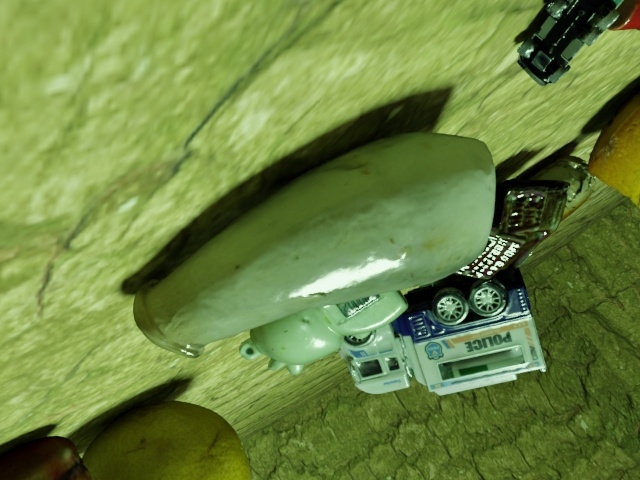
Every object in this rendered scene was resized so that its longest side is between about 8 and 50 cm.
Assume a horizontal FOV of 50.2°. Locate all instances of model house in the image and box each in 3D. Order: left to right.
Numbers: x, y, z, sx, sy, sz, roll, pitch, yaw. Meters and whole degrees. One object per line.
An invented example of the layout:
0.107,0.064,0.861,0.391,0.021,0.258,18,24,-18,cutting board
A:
0.209,-0.023,0.843,0.152,0.106,0.165,-8,138,-48,model house

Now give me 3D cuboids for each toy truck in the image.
0.160,0.132,0.947,0.268,0.155,0.124,-16,-170,15,toy truck
0.169,-0.145,0.453,0.044,0.039,0.083,-41,170,-31,toy truck

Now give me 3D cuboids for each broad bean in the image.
-0.307,0.253,0.651,0.165,0.084,0.114,-26,170,-5,broad bean

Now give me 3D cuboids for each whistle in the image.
0.025,0.042,0.644,0.244,0.110,0.092,-35,-162,5,whistle

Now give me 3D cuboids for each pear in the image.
-0.178,0.293,0.817,0.209,0.209,0.209,-31,166,-9,pear

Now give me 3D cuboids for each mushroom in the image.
0.000,0.000,0.468,0.270,0.103,0.118,-19,157,-12,mushroom

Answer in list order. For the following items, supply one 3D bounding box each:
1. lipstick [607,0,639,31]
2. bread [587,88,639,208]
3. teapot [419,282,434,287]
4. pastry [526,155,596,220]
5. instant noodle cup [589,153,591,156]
0.309,-0.192,0.543,0.274,0.068,0.061,-15,165,-33,lipstick
0.471,-0.142,0.896,0.269,0.143,0.195,-20,150,-31,bread
0.240,0.054,1.132,0.149,0.111,0.108,-22,149,-18,teapot
0.321,-0.059,0.975,0.153,0.081,0.153,-33,163,-12,pastry
0.542,-0.176,1.098,0.179,0.070,0.157,-29,167,-19,instant noodle cup
